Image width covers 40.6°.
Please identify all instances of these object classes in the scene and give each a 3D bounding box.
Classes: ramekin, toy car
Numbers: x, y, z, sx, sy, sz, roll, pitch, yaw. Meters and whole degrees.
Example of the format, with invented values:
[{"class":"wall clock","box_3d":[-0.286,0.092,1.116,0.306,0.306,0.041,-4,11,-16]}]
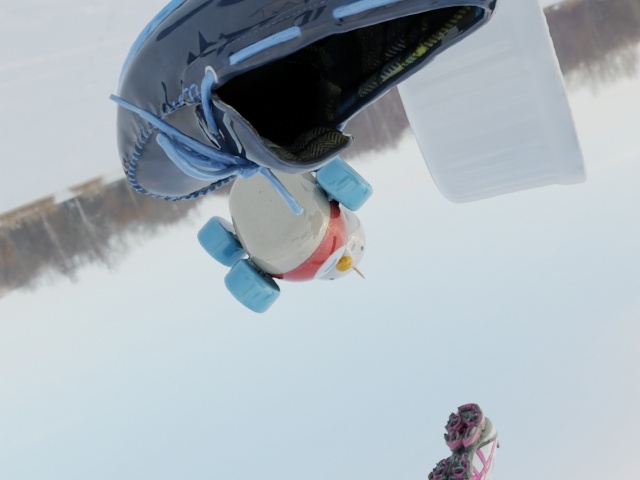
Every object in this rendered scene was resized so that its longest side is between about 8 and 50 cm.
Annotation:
[{"class":"ramekin","box_3d":[0.151,-0.169,0.833,0.135,0.277,0.277,-18,-171,15]},{"class":"toy car","box_3d":[0.000,0.000,1.193,0.219,0.238,0.210,-48,-139,8]}]

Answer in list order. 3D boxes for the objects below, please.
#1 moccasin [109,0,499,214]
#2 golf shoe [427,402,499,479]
[{"class":"moccasin","box_3d":[-0.035,-0.093,0.513,0.137,0.117,0.342,1,157,-32]},{"class":"golf shoe","box_3d":[0.184,0.297,1.080,0.067,0.086,0.186,-20,-152,44]}]
